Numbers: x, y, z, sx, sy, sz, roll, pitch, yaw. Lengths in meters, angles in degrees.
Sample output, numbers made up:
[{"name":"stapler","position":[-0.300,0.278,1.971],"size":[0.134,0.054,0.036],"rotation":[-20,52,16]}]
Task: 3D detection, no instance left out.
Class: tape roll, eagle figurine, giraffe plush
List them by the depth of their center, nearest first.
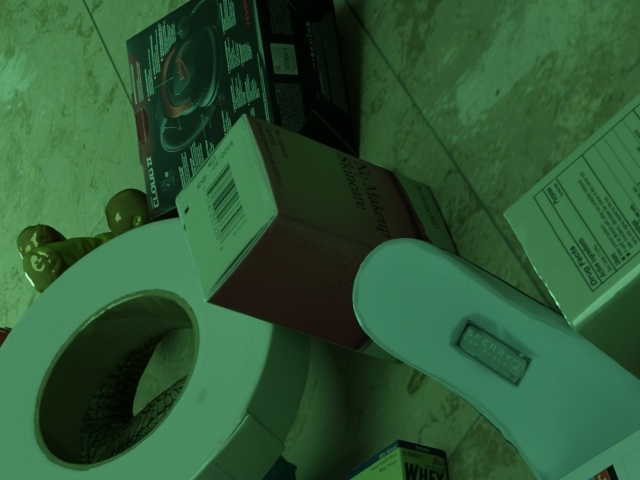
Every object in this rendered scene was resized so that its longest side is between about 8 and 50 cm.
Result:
[{"name":"tape roll","position":[-0.185,0.153,1.991],"size":[0.392,0.072,0.392],"rotation":[-23,44,24]},{"name":"eagle figurine","position":[-0.208,0.191,2.174],"size":[0.225,0.226,0.298],"rotation":[-102,33,-69]},{"name":"giraffe plush","position":[-0.223,0.014,2.310],"size":[0.170,0.210,0.181],"rotation":[-44,64,13]}]

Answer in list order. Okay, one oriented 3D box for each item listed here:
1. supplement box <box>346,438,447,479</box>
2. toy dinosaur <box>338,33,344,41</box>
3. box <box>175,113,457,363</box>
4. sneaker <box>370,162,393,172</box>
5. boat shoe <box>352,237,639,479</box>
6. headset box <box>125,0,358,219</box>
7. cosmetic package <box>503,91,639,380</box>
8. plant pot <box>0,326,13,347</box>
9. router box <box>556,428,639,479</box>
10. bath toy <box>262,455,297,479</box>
[{"name":"supplement box","position":[0.073,0.241,1.839],"size":[0.083,0.056,0.083],"rotation":[-39,45,41]},{"name":"toy dinosaur","position":[-0.061,-0.270,2.285],"size":[0.118,0.064,0.268],"rotation":[-49,42,22]},{"name":"box","position":[0.000,0.000,1.897],"size":[0.127,0.232,0.148],"rotation":[-50,39,28]},{"name":"sneaker","position":[0.019,-0.039,2.057],"size":[0.134,0.051,0.070],"rotation":[-4,67,52]},{"name":"boat shoe","position":[0.197,0.128,1.643],"size":[0.367,0.156,0.136],"rotation":[34,101,27]},{"name":"headset box","position":[-0.101,-0.154,2.197],"size":[0.293,0.110,0.218],"rotation":[-24,71,50]},{"name":"cosmetic package","position":[0.303,-0.046,1.487],"size":[0.296,0.129,0.153],"rotation":[-41,41,15]},{"name":"plant pot","position":[-0.404,0.204,2.465],"size":[0.191,0.191,0.174],"rotation":[-6,63,55]},{"name":"router box","position":[0.337,0.239,1.341],"size":[0.301,0.082,0.335],"rotation":[-35,45,21]},{"name":"bath toy","position":[-0.039,0.330,1.878],"size":[0.348,0.151,0.129],"rotation":[-115,36,-44]}]
